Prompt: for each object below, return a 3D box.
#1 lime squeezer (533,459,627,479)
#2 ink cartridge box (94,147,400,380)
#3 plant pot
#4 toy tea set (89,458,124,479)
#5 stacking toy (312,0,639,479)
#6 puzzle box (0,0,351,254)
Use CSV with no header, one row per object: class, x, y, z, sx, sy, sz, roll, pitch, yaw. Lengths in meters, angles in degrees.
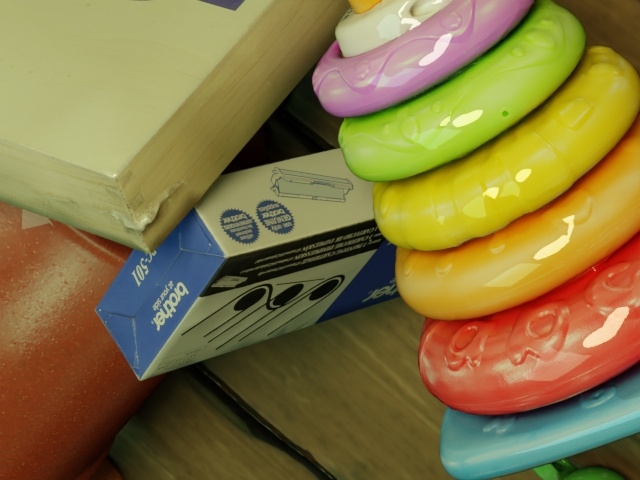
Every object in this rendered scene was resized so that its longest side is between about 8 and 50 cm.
lime squeezer,0.167,0.131,0.864,0.310,0.059,0.110,23,123,29
ink cartridge box,0.000,0.000,0.828,0.046,0.207,0.097,55,134,19
plant pot,-0.175,0.012,0.953,0.265,0.272,0.272,-42,83,34
toy tea set,-0.127,0.279,1.116,0.336,0.124,0.200,30,126,24
stacking toy,0.063,-0.061,0.726,0.165,0.175,0.302,-23,110,32
puzzle box,-0.167,-0.155,0.849,0.409,0.272,0.052,20,145,31
